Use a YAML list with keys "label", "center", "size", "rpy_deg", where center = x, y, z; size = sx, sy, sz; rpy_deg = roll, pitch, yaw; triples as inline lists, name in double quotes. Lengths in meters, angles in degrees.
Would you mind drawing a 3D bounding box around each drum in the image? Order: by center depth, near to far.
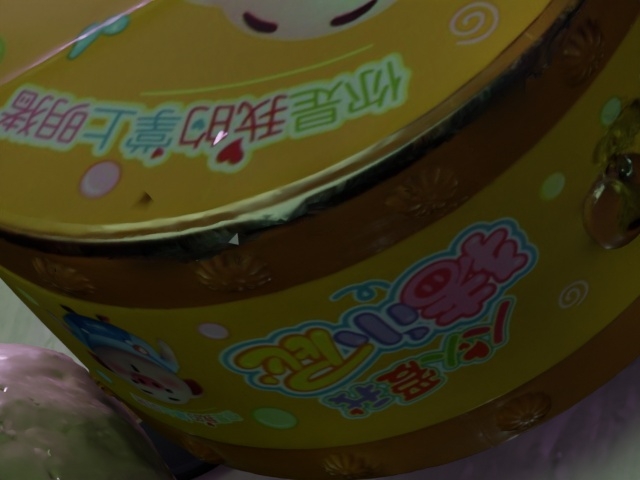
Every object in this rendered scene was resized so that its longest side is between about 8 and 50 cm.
- label: "drum"
  center: [0.003, -0.106, 0.975]
  size: [0.431, 0.214, 0.431]
  rpy_deg: [-16, 49, 19]

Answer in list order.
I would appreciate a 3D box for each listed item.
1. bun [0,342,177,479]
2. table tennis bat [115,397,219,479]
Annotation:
- label: "bun"
  center: [-0.174, 0.243, 1.029]
  size: [0.326, 0.234, 0.362]
  rpy_deg: [-38, 59, 30]
- label: "table tennis bat"
  center: [-0.053, 0.060, 1.148]
  size: [0.236, 0.027, 0.150]
  rpy_deg: [-23, 61, 36]
